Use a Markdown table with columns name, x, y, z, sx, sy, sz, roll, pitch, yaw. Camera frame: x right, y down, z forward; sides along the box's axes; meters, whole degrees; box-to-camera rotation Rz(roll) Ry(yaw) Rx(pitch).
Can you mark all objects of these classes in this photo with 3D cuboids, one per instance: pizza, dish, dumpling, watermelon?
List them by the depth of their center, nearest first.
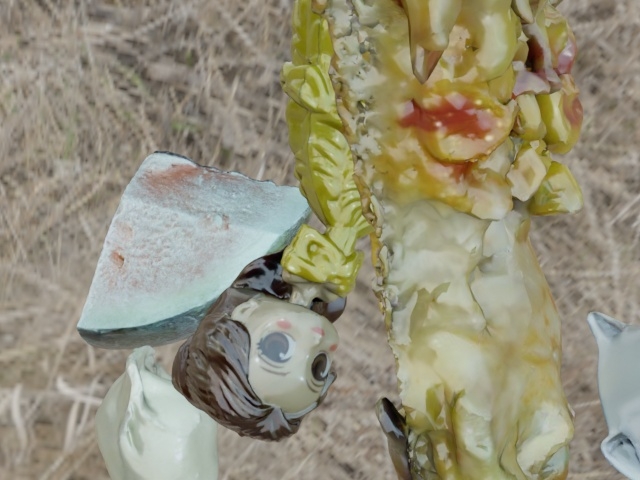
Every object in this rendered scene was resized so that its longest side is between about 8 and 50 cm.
| name | x | y | z | sx | sy | sz | roll | pitch | yaw |
| --- | --- | --- | --- | --- | --- | --- | --- | --- | --- |
| pizza | 0.048 | -0.037 | 0.511 | 0.074 | 0.251 | 0.288 | -5 | 76 | 13 |
| dish | 0.312 | 0.136 | 1.214 | 0.228 | 0.086 | 0.236 | 12 | 48 | -41 |
| dumpling | -0.172 | 0.212 | 1.668 | 0.132 | 0.250 | 0.162 | -19 | 38 | -1 |
| watermelon | -0.182 | 0.014 | 1.760 | 0.289 | 0.320 | 0.214 | -32 | 100 | -32 |

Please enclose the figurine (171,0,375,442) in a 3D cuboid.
| name | x | y | z | sx | sy | sz | roll | pitch | yaw |
| --- | --- | --- | --- | --- | --- | --- | --- | --- | --- |
| figurine | 0.003 | 0.001 | 1.156 | 0.168 | 0.187 | 0.315 | 21 | 84 | 25 |
